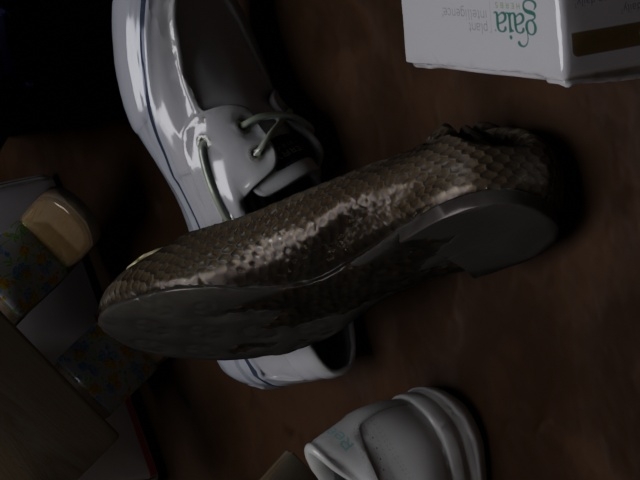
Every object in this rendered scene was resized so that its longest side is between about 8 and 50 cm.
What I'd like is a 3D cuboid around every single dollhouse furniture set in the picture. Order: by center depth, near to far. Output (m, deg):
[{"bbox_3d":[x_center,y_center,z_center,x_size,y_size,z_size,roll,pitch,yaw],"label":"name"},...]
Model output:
[{"bbox_3d":[-0.135,0.109,1.054,0.242,0.212,0.161,46,146,-3],"label":"dollhouse furniture set"}]

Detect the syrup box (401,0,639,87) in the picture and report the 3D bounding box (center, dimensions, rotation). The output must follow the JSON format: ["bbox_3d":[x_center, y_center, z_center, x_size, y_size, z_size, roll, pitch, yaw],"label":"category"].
[{"bbox_3d":[0.085,-0.178,0.710,0.093,0.096,0.237,14,114,56],"label":"syrup box"}]

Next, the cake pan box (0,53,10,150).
[{"bbox_3d":[-0.227,-0.147,1.109,0.267,0.070,0.245,-104,7,-75],"label":"cake pan box"}]

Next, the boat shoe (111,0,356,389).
[{"bbox_3d":[-0.030,-0.037,0.967,0.076,0.083,0.226,-3,111,46],"label":"boat shoe"}]

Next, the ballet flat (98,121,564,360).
[{"bbox_3d":[0.000,0.000,0.887,0.250,0.084,0.058,-21,56,37],"label":"ballet flat"}]

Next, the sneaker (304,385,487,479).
[{"bbox_3d":[0.032,0.179,0.925,0.080,0.094,0.212,1,103,55],"label":"sneaker"}]

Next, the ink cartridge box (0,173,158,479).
[{"bbox_3d":[-0.236,0.111,1.279,0.283,0.117,0.207,-38,70,54],"label":"ink cartridge box"}]
